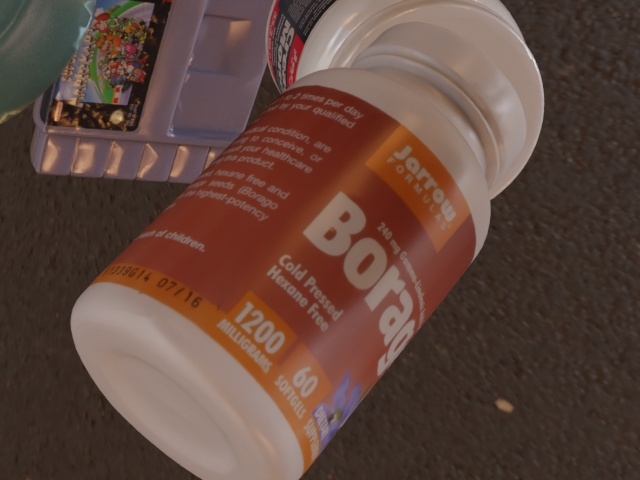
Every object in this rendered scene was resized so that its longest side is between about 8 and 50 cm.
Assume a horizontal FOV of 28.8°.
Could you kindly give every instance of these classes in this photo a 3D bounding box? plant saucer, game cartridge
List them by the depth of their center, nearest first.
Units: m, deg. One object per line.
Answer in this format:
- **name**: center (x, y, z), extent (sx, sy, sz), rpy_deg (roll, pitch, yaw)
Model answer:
- **plant saucer**: center (-0.151, -0.099, 0.524), extent (0.119, 0.119, 0.021), rpy_deg (-42, 149, 0)
- **game cartridge**: center (-0.156, -0.211, 1.270), extent (0.230, 0.068, 0.355), rpy_deg (-1, 129, -30)

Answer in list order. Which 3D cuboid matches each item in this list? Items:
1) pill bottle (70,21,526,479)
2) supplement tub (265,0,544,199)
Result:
- **pill bottle**: center (0.000, 0.000, 0.566), extent (0.121, 0.121, 0.216), rpy_deg (50, 62, -16)
- **supplement tub**: center (0.063, -0.143, 1.043), extent (0.191, 0.272, 0.191), rpy_deg (-4, 113, -9)
